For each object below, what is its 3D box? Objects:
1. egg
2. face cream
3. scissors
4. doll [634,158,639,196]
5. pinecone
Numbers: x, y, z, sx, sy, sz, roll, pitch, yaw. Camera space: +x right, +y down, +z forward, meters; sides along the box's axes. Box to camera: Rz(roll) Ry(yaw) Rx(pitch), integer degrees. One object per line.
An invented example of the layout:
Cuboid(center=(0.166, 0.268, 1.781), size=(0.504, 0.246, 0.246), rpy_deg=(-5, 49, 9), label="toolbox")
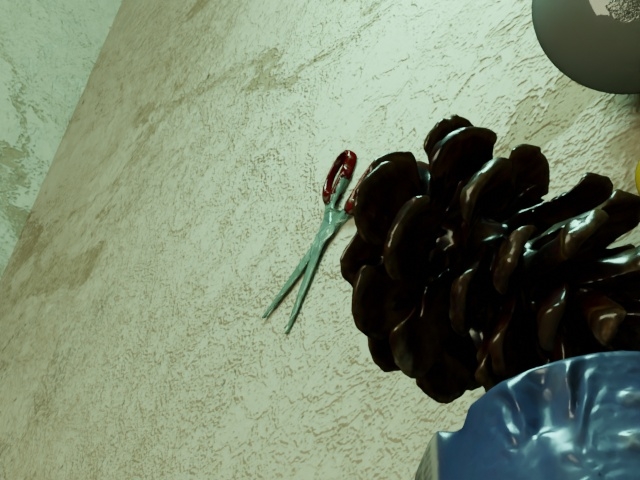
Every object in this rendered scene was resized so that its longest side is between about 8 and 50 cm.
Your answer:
Cuboid(center=(0.274, -0.207, 1.134), size=(0.146, 0.146, 0.198), rpy_deg=(-52, 31, 14), label="egg")
Cuboid(center=(0.178, 0.216, 0.717), size=(0.249, 0.249, 0.225), rpy_deg=(-44, 28, 28), label="face cream")
Cuboid(center=(0.000, 0.000, 1.562), size=(0.247, 0.017, 0.144), rpy_deg=(-61, 25, -2), label="scissors")
Cuboid(center=(0.352, -0.053, 0.781), size=(0.269, 0.162, 0.166), rpy_deg=(-45, 31, 43), label="doll")
Cuboid(center=(0.148, 0.024, 1.010), size=(0.309, 0.244, 0.244), rpy_deg=(14, 74, 48), label="pinecone")
